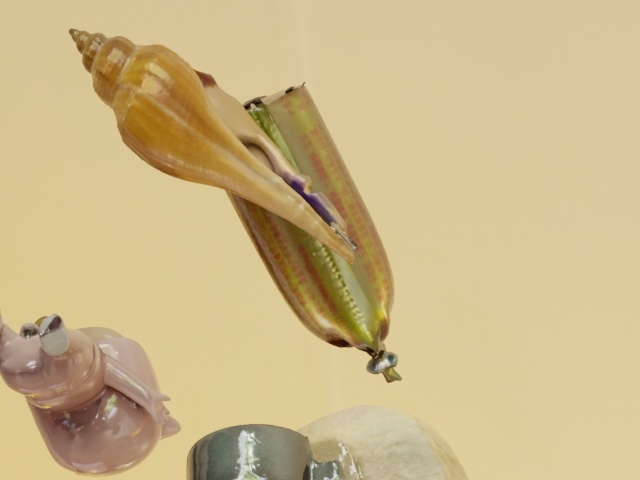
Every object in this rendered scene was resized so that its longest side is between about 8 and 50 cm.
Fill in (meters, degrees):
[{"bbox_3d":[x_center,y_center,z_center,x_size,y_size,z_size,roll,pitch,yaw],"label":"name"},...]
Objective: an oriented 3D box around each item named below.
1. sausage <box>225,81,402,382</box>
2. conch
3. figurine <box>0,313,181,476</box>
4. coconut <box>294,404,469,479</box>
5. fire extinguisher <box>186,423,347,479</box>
[{"bbox_3d":[0.001,-0.001,1.783,0.317,0.117,0.125,62,-26,-3],"label":"sausage"},{"bbox_3d":[-0.102,-0.081,1.669,0.330,0.109,0.093,44,-78,-5],"label":"conch"},{"bbox_3d":[-0.272,0.147,2.076,0.176,0.186,0.287,-25,-42,16],"label":"figurine"},{"bbox_3d":[0.053,0.317,2.080,0.259,0.259,0.259,23,-42,22],"label":"coconut"},{"bbox_3d":[-0.027,0.326,1.463,0.200,0.376,0.113,-26,-40,33],"label":"fire extinguisher"}]
